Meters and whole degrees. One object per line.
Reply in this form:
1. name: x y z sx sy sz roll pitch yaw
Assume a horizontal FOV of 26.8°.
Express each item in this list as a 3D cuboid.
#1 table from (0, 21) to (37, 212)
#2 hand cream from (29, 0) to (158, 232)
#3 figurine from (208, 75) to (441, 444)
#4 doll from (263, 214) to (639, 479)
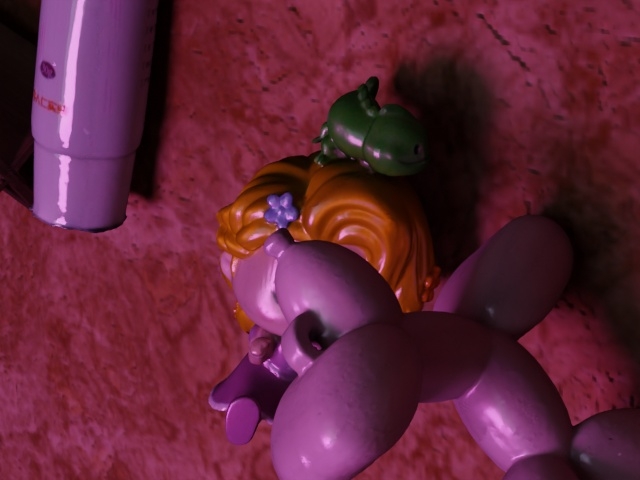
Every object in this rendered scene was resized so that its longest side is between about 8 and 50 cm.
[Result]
1. table: -0.249 -0.091 0.756 0.227 0.167 0.167 34 125 22
2. hand cream: -0.099 -0.165 0.647 0.085 0.058 0.331 37 122 49
3. figurine: 0.000 0.000 0.584 0.115 0.095 0.156 -107 27 -64
4. doll: 0.051 0.054 0.487 0.059 0.160 0.161 -44 73 44
